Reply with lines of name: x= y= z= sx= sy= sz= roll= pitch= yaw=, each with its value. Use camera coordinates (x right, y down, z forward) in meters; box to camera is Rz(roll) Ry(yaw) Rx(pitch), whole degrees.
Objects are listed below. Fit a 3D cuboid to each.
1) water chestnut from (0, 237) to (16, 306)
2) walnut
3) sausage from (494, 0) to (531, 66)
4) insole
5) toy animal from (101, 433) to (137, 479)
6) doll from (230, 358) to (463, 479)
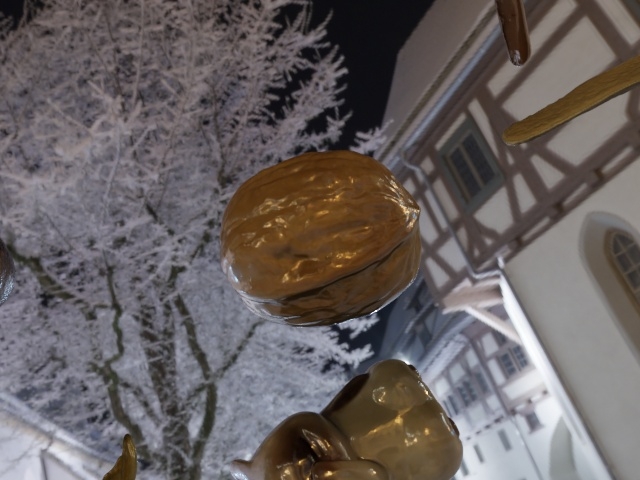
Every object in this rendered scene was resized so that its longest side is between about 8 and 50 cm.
water chestnut: x=-0.643 y=0.049 z=1.088 sx=0.223 sy=0.224 sz=0.238 roll=-21 pitch=5 yaw=-3
walnut: x=0.000 y=0.000 z=0.809 sx=0.260 sy=0.225 sz=0.225 roll=-18 pitch=-22 yaw=18
sausage: x=0.179 y=-0.204 z=0.601 sx=0.026 sy=0.026 sz=0.116 roll=-27 pitch=-33 yaw=11
insole: x=0.292 y=-0.157 z=0.629 sx=0.247 sy=0.011 sz=0.081 roll=-27 pitch=19 yaw=15
toy animal: x=-0.242 y=0.288 z=0.607 sx=0.219 sy=0.095 sz=0.155 roll=-51 pitch=-45 yaw=-29
doll: x=0.060 y=0.340 z=1.041 sx=0.370 sy=0.215 sz=0.226 roll=-23 pitch=-19 yaw=-26
